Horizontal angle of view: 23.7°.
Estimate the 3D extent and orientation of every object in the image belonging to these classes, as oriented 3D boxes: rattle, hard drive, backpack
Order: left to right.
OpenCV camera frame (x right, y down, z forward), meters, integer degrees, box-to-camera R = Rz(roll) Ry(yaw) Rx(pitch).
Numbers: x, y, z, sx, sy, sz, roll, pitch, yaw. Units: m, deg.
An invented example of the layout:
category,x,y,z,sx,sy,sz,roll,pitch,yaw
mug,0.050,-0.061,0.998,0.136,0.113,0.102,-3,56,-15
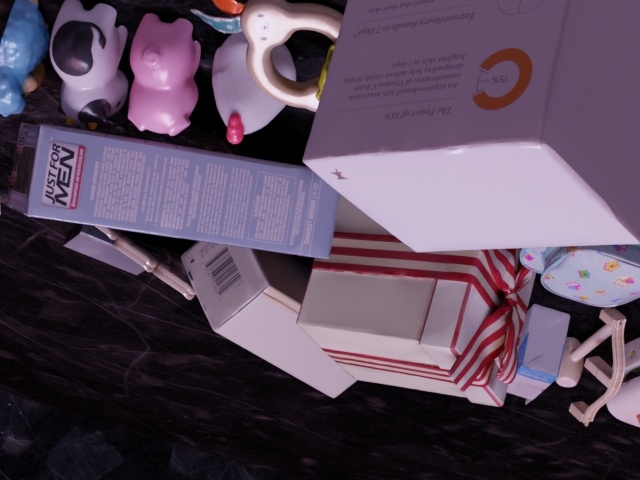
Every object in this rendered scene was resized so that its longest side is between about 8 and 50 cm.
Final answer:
category,x,y,z,sx,sy,sz,roll,pitch,yaw
hard drive,-0.342,0.015,2.490,0.135,0.022,0.094,23,158,-20
rattle,-0.047,-0.188,1.601,0.200,0.143,0.130,34,138,-28
backpack,0.331,-0.001,1.831,0.166,0.144,0.188,16,163,-17

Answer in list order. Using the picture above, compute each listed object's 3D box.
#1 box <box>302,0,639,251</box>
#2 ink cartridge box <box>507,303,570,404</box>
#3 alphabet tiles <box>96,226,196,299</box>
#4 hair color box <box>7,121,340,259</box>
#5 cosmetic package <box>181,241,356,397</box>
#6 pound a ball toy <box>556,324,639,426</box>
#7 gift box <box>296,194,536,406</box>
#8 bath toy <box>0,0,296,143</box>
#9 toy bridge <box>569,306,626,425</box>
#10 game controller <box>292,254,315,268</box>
category,x,y,z,sx,sy,sz,roll,pitch,yaw
box,0.154,-0.181,1.207,0.215,0.345,0.168,-2,153,39
ink cartridge box,0.320,0.177,2.336,0.061,0.104,0.181,16,159,-2
alphabet tiles,-0.249,0.039,2.314,0.278,0.021,0.284,34,177,-5
hair color box,-0.183,-0.062,1.887,0.374,0.113,0.185,9,-179,-19
cosmetic package,-0.053,0.101,2.267,0.113,0.160,0.309,-40,141,14
pound a ball toy,0.492,0.201,2.239,0.208,0.136,0.319,19,158,-12
gift box,0.138,0.068,1.981,0.258,0.255,0.276,7,164,25
bath toy,-0.200,-0.181,1.753,0.348,0.129,0.151,9,158,14
toy bridge,0.412,0.193,2.222,0.026,0.188,0.063,-6,-148,-31
game controller,0.000,0.000,2.192,0.166,0.067,0.319,15,164,45
